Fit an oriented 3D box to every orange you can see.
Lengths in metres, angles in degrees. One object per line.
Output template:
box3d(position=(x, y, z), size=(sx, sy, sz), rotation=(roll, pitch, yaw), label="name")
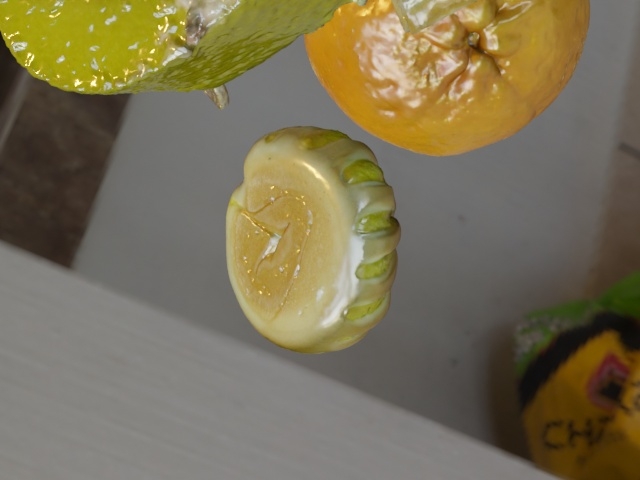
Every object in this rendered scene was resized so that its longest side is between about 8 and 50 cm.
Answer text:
box3d(position=(0.147, -0.262, 1.871), size=(0.340, 0.341, 0.293), rotation=(-58, 16, 19), label="orange")

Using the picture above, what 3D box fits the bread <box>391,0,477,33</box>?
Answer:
box3d(position=(0.140, -0.347, 1.473), size=(0.246, 0.239, 0.111), rotation=(-24, 10, 7), label="bread")

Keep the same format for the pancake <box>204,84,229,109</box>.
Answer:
box3d(position=(-0.166, -0.238, 2.197), size=(0.022, 0.139, 0.139), rotation=(-34, 20, -7), label="pancake")

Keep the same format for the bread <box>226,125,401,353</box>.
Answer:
box3d(position=(0.000, 0.000, 1.478), size=(0.213, 0.105, 0.213), rotation=(7, 99, 48), label="bread")

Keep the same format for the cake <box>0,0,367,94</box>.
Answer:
box3d(position=(-0.079, -0.196, 1.000), size=(0.260, 0.156, 0.179), rotation=(-23, 87, 31), label="cake")
